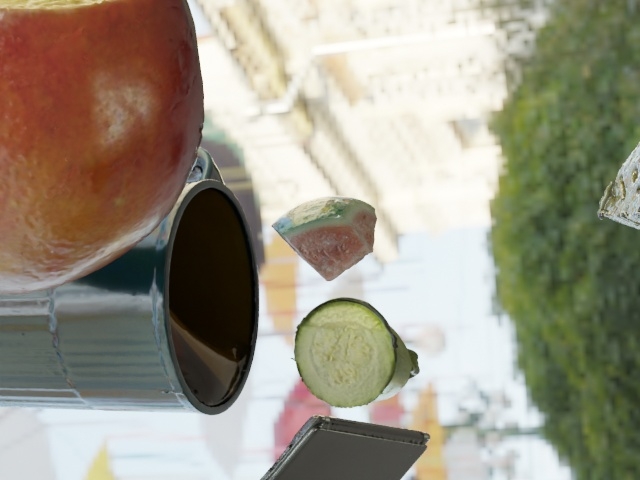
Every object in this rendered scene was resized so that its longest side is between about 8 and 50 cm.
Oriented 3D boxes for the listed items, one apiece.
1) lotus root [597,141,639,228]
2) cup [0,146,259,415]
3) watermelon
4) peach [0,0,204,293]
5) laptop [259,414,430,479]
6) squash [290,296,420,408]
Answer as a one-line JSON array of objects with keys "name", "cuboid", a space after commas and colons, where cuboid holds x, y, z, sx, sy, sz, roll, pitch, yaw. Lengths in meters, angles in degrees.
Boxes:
[{"name": "lotus root", "cuboid": [0.295, -0.029, 1.387, 0.143, 0.144, 0.070, -169, 99, -77]}, {"name": "cup", "cuboid": [-0.241, 0.033, 1.917, 0.242, 0.292, 0.308, 28, -119, -67]}, {"name": "watermelon", "cuboid": [0.002, -0.004, 1.583, 0.092, 0.084, 0.072, -13, -108, -48]}, {"name": "peach", "cuboid": [-0.271, -0.101, 1.551, 0.242, 0.306, 0.380, -36, -17, -46]}, {"name": "laptop", "cuboid": [0.006, 0.192, 1.427, 0.016, 0.129, 0.180, 47, -165, 31]}, {"name": "squash", "cuboid": [0.054, 0.162, 2.289, 0.287, 0.137, 0.137, 48, -139, -72]}]
